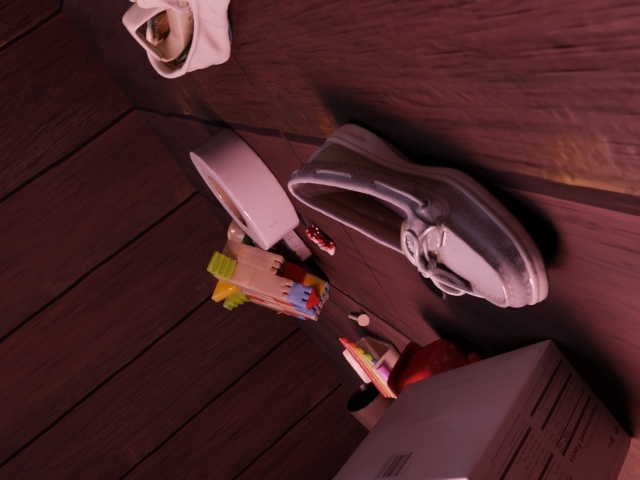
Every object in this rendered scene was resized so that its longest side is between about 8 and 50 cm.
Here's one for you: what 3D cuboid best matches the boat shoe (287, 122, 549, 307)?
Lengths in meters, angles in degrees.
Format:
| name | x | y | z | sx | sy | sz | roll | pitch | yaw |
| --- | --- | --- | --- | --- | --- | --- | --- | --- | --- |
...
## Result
| name | x | y | z | sx | sy | sz | roll | pitch | yaw |
| --- | --- | --- | --- | --- | --- | --- | --- | --- | --- |
| boat shoe | 0.085 | -0.021 | 0.587 | 0.320 | 0.103 | 0.118 | 41 | 165 | 42 |

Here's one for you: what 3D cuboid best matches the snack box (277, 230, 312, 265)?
| name | x | y | z | sx | sy | sz | roll | pitch | yaw |
| --- | --- | --- | --- | --- | --- | --- | --- | --- | --- |
| snack box | -0.073 | 0.014 | 1.488 | 0.100 | 0.037 | 0.141 | 51 | 169 | 1 |

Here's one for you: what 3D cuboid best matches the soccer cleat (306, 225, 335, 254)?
| name | x | y | z | sx | sy | sz | roll | pitch | yaw |
| --- | --- | --- | --- | --- | --- | --- | --- | --- | --- |
| soccer cleat | 0.000 | 0.000 | 1.185 | 0.083 | 0.029 | 0.036 | 38 | 159 | 34 |

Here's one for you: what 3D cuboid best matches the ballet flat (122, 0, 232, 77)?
| name | x | y | z | sx | sy | sz | roll | pitch | yaw |
| --- | --- | --- | --- | --- | --- | --- | --- | --- | --- |
| ballet flat | -0.173 | -0.294 | 0.666 | 0.139 | 0.139 | 0.400 | 51 | 169 | 2 |

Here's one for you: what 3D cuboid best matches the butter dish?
| name | x | y | z | sx | sy | sz | roll | pitch | yaw |
| --- | --- | --- | --- | --- | --- | --- | --- | --- | --- |
| butter dish | 0.202 | 0.214 | 0.876 | 0.160 | 0.118 | 0.160 | 45 | -151 | 6 |

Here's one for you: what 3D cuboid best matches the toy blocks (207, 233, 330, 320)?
| name | x | y | z | sx | sy | sz | roll | pitch | yaw |
| --- | --- | --- | --- | --- | --- | --- | --- | --- | --- |
| toy blocks | -0.100 | 0.119 | 1.481 | 0.260 | 0.191 | 0.381 | 17 | 166 | 12 |

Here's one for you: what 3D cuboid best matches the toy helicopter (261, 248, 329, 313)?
| name | x | y | z | sx | sy | sz | roll | pitch | yaw |
| --- | --- | --- | --- | --- | --- | --- | --- | --- | --- |
| toy helicopter | -0.093 | 0.139 | 1.756 | 0.355 | 0.140 | 0.235 | 15 | 138 | 51 |

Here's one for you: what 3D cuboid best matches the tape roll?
| name | x | y | z | sx | sy | sz | roll | pitch | yaw |
| --- | --- | --- | --- | --- | --- | --- | --- | --- | --- |
| tape roll | -0.173 | -0.115 | 1.322 | 0.286 | 0.100 | 0.286 | 48 | 168 | 14 |

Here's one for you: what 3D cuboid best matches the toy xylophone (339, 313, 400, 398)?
| name | x | y | z | sx | sy | sz | roll | pitch | yaw |
| --- | --- | --- | --- | --- | --- | --- | --- | --- | --- |
| toy xylophone | 0.134 | 0.297 | 1.468 | 0.236 | 0.081 | 0.323 | 51 | 169 | 4 |

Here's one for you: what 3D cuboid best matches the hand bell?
| name | x | y | z | sx | sy | sz | roll | pitch | yaw |
| --- | --- | --- | --- | --- | --- | --- | --- | --- | --- |
| hand bell | -0.137 | 0.013 | 1.644 | 0.242 | 0.126 | 0.126 | 30 | 159 | 31 |

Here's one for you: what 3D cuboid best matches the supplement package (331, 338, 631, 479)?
| name | x | y | z | sx | sy | sz | roll | pitch | yaw |
| --- | --- | --- | --- | --- | --- | --- | --- | --- | --- |
| supplement package | 0.168 | 0.258 | 0.657 | 0.145 | 0.204 | 0.262 | 50 | 142 | 0 |

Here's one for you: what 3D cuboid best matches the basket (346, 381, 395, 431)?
| name | x | y | z | sx | sy | sz | roll | pitch | yaw |
| --- | --- | --- | --- | --- | --- | --- | --- | --- | --- |
| basket | 0.220 | 0.585 | 1.894 | 0.227 | 0.154 | 0.204 | 48 | 167 | -4 |
